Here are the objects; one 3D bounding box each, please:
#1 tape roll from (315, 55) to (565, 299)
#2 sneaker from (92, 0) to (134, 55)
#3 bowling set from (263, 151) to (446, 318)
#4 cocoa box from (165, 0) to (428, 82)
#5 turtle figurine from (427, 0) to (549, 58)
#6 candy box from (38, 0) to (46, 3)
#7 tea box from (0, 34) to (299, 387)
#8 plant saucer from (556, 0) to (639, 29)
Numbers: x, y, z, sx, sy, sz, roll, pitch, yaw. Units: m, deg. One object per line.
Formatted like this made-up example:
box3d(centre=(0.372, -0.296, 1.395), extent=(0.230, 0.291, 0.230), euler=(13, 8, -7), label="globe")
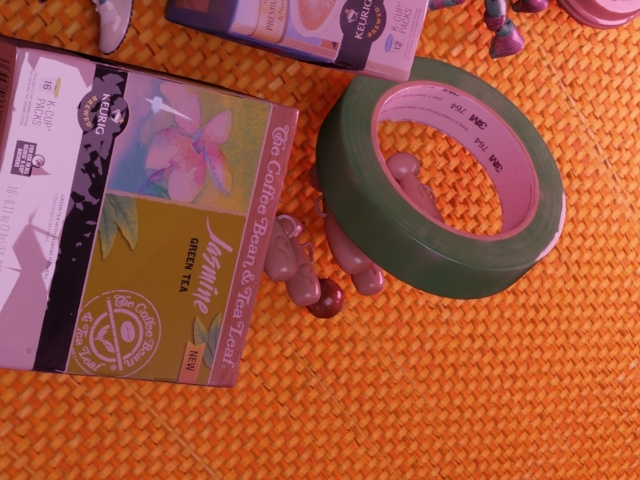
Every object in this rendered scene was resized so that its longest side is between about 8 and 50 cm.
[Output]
box3d(centre=(0.152, -0.083, 1.519), extent=(0.321, 0.321, 0.077), euler=(3, 146, -29), label="tape roll")
box3d(centre=(-0.247, -0.294, 1.382), extent=(0.075, 0.057, 0.161), euler=(11, 96, -19), label="sneaker")
box3d(centre=(0.000, 0.000, 1.563), extent=(0.287, 0.200, 0.154), euler=(-5, 64, -31), label="bowling set")
box3d(centre=(-0.004, -0.380, 1.379), extent=(0.228, 0.231, 0.347), euler=(11, 98, -28), label="cocoa box")
box3d(centre=(0.205, -0.351, 1.573), extent=(0.175, 0.118, 0.234), euler=(-46, 129, 0), label="turtle figurine")
box3d(centre=(-0.264, -0.375, 1.296), extent=(0.196, 0.070, 0.165), euler=(-39, 108, -15), label="candy box")
box3d(centre=(-0.239, -0.034, 1.356), extent=(0.323, 0.220, 0.329), euler=(8, 99, -30), label="tea box")
box3d(centre=(0.397, -0.429, 1.661), extent=(0.278, 0.041, 0.278), euler=(-4, 97, -37), label="plant saucer")
